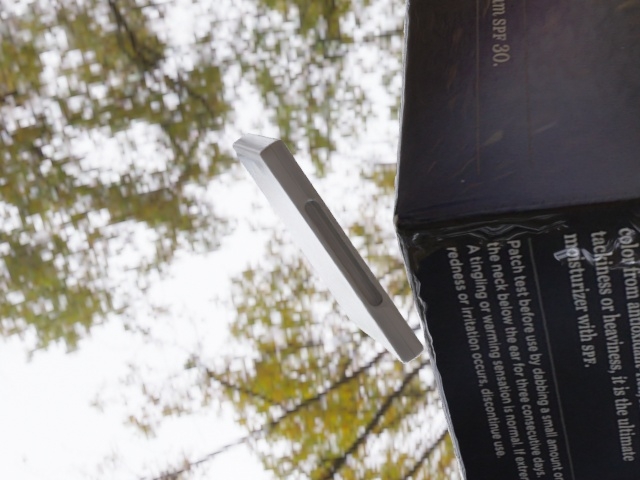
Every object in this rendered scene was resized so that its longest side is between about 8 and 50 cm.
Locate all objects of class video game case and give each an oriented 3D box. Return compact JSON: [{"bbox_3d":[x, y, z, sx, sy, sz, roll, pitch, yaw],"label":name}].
[{"bbox_3d":[0.000,0.000,1.141,0.023,0.193,0.212,-35,-170,-4],"label":"video game case"}]

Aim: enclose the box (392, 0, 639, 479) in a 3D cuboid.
[{"bbox_3d":[0.191,-0.068,0.572,0.293,0.183,0.296,-6,-136,12],"label":"box"}]
